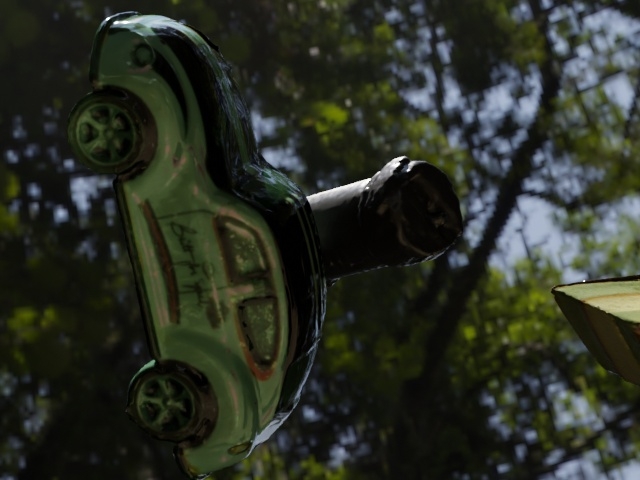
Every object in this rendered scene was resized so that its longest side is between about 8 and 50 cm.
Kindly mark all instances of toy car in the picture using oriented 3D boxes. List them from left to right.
[{"bbox_3d":[-0.066,-0.001,1.015,0.125,0.305,0.136,-6,11,15],"label":"toy car"}]

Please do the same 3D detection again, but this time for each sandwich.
[{"bbox_3d":[0.336,0.060,1.576,0.144,0.117,0.187,-54,-40,-13],"label":"sandwich"}]

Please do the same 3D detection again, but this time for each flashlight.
[{"bbox_3d":[0.000,0.000,1.104,0.093,0.093,0.232,20,-23,-40],"label":"flashlight"}]
